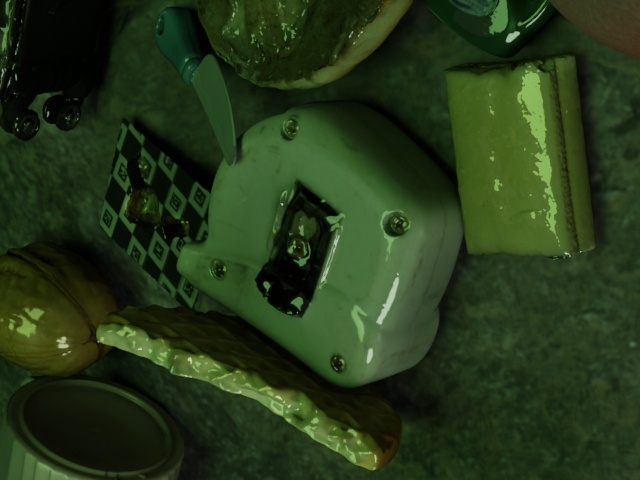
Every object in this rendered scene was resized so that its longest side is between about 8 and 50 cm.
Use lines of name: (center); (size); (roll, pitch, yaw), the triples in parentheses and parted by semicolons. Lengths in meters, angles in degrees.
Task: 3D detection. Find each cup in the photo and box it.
cup: (-0.275, 0.295, 2.204); (0.208, 0.288, 0.273); (18, 118, -3)

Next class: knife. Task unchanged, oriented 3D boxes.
knife: (-0.116, -0.160, 1.956); (0.058, 0.032, 0.244); (-64, 33, 26)

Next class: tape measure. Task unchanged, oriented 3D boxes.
tape measure: (0.000, 0.000, 1.902); (0.258, 0.130, 0.265); (35, 122, 32)

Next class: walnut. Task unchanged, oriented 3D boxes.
walnut: (-0.306, 0.075, 2.182); (0.180, 0.144, 0.144); (35, 123, 41)

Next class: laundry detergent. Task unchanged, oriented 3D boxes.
laundry detergent: (0.172, -0.271, 1.719); (0.137, 0.063, 0.211); (47, 126, 29)

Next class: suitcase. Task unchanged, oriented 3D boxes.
suitcase: (-0.353, -0.348, 2.075); (0.283, 0.194, 0.434); (29, 118, 32)

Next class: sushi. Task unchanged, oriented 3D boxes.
sushi: (-0.158, -0.027, 2.089); (0.201, 0.031, 0.139); (41, 126, 40)

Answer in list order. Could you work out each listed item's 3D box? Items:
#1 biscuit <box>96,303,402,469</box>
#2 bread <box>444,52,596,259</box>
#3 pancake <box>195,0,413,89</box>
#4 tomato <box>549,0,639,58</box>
biscuit: (-0.049, 0.125, 1.926); (0.309, 0.204, 0.040); (24, 104, 15)
bread: (0.175, -0.073, 1.771); (0.139, 0.060, 0.178); (-3, 100, 42)
pancake: (-0.027, -0.328, 1.856); (0.387, 0.082, 0.387); (7, 99, 48)
tomato: (0.275, -0.280, 1.455); (0.321, 0.321, 0.321); (13, 110, 39)
